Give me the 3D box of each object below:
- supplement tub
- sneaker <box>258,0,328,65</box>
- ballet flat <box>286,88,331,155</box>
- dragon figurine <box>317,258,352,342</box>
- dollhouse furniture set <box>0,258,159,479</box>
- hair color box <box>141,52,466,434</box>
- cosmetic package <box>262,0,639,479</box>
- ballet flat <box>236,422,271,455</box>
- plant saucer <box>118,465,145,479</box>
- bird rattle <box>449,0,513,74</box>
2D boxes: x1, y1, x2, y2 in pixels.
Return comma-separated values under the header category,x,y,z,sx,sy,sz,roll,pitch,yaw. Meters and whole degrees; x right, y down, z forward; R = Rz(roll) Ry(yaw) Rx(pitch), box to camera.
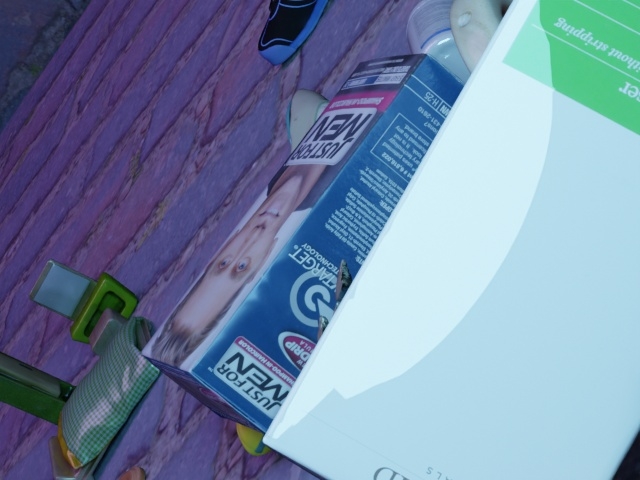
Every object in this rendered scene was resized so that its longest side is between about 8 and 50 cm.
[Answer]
category,x,y,z,sx,sy,sz,roll,pitch,yaw
supplement tub,0.119,-0.180,1.827,0.071,0.071,0.107,-55,19,22
sneaker,-0.027,-0.326,2.406,0.232,0.090,0.081,-54,20,23
ballet flat,0.008,-0.081,2.003,0.086,0.086,0.248,-48,24,37
dragon figurine,0.069,0.094,1.541,0.289,0.144,0.085,108,173,-47
dollhouse furniture set,-0.321,0.153,2.429,0.197,0.151,0.301,-59,18,9
hair color box,0.000,0.000,1.737,0.347,0.105,0.174,-54,16,-10
cosmetic package,0.139,0.017,1.196,0.365,0.197,0.155,-61,-8,-7
ballet flat,-0.060,0.123,1.892,0.231,0.077,0.077,-97,22,-57
plant saucer,-0.222,0.290,2.181,0.083,0.013,0.083,-52,21,30
bird rattle,0.173,-0.112,1.398,0.143,0.207,0.253,-31,41,27
